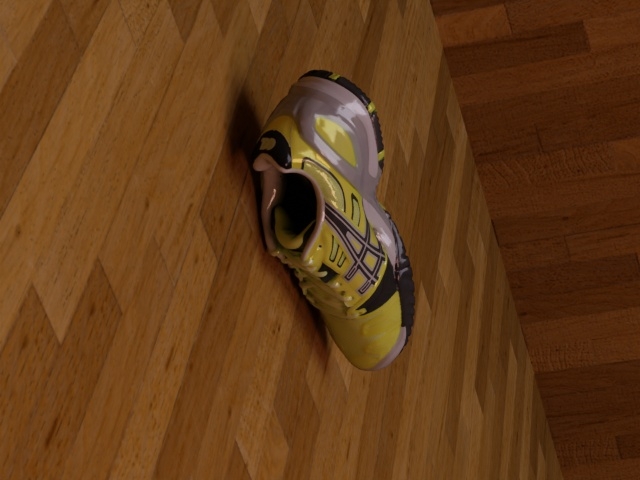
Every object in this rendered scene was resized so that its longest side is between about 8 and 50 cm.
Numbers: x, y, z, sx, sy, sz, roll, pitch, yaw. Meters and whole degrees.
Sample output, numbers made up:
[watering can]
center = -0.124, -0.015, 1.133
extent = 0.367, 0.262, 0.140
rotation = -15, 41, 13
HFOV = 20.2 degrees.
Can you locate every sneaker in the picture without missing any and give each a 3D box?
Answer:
[sneaker]
center = 0.000, 0.000, 2.023
extent = 0.147, 0.145, 0.384
rotation = -43, 131, -35
